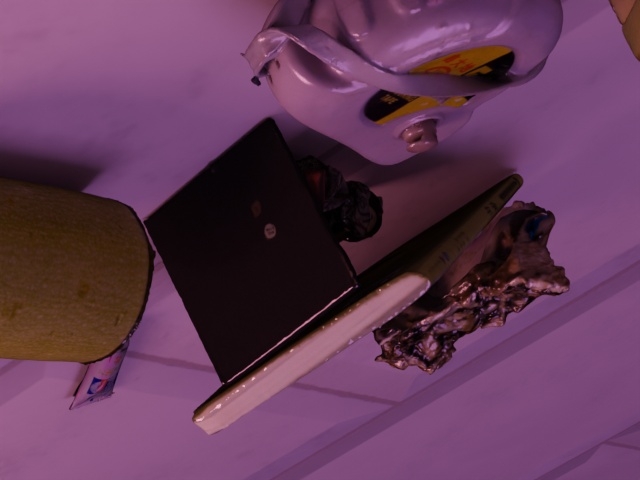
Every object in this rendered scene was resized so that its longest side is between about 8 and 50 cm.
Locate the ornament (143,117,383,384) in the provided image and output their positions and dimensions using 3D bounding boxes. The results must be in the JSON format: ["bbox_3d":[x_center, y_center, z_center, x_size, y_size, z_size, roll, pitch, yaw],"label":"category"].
[{"bbox_3d":[0.000,0.000,1.474,0.166,0.153,0.196,-37,164,31],"label":"ornament"}]

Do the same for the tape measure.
[{"bbox_3d":[0.067,-0.138,1.233,0.197,0.120,0.236,-25,163,19],"label":"tape measure"}]

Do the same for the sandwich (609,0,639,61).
[{"bbox_3d":[0.221,-0.215,1.224,0.144,0.117,0.187,2,148,-42],"label":"sandwich"}]

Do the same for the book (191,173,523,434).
[{"bbox_3d":[0.044,0.047,1.554,0.239,0.035,0.352,-36,180,24],"label":"book"}]

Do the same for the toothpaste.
[{"bbox_3d":[-0.198,0.117,1.666,0.045,0.028,0.170,-21,161,-25],"label":"toothpaste"}]

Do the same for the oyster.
[{"bbox_3d":[0.138,0.041,1.642,0.214,0.083,0.223,-36,-172,27],"label":"oyster"}]

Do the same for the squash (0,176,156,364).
[{"bbox_3d":[-0.243,0.015,1.263,0.132,0.132,0.247,-36,154,27],"label":"squash"}]
